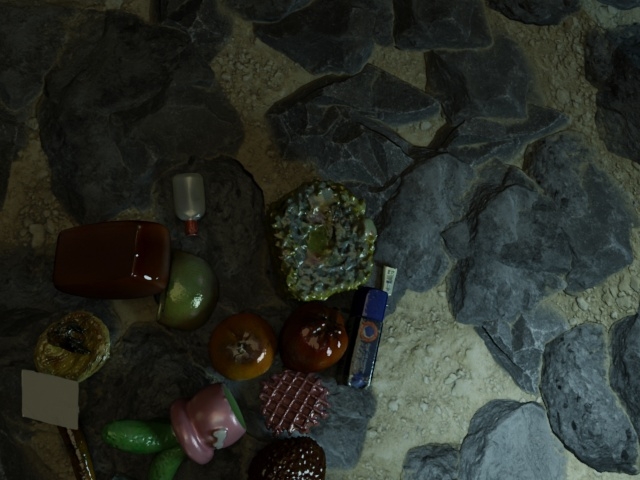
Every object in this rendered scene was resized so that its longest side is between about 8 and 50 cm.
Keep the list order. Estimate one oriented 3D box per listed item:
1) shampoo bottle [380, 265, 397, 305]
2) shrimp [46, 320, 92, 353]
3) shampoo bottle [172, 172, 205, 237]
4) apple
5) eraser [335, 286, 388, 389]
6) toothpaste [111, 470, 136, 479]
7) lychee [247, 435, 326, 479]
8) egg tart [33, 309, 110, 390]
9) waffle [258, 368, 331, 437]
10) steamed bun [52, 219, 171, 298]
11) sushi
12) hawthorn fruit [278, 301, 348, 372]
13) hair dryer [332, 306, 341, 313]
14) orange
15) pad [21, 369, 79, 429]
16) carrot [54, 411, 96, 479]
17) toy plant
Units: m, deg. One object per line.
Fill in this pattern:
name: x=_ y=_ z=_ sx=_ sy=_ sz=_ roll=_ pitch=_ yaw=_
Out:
shampoo bottle: x=0.233 y=0.161 z=1.920 sx=0.049 sy=0.034 sz=0.141 roll=15 pitch=77 yaw=-11
shrimp: x=-0.765 y=0.298 z=1.678 sx=0.161 sy=0.034 sz=0.091 roll=21 pitch=69 yaw=13
shampoo bottle: x=-0.450 y=-0.121 z=1.882 sx=0.108 sy=0.051 sz=0.221 roll=-5 pitch=78 yaw=-11
apple: x=-0.427 y=0.165 z=1.795 sx=0.193 sy=0.120 sz=0.265 roll=11 pitch=79 yaw=-16
eraser: x=0.135 y=0.326 z=1.813 sx=0.101 sy=0.155 sz=0.332 roll=16 pitch=76 yaw=-8
toothpaste: x=-0.540 y=0.777 z=1.679 sx=0.218 sy=0.064 sz=0.041 roll=32 pitch=91 yaw=-4
lychee: x=-0.097 y=0.719 z=1.667 sx=0.271 sy=0.236 sz=0.236 roll=-24 pitch=81 yaw=-37
egg tart: x=-0.771 y=0.347 z=1.722 sx=0.231 sy=0.098 sz=0.252 roll=20 pitch=72 yaw=7
waffle: x=-0.083 y=0.516 z=1.764 sx=0.234 sy=0.055 sz=0.221 roll=-11 pitch=56 yaw=-10
steamed bun: x=-0.631 y=0.065 z=1.713 sx=0.379 sy=0.248 sz=0.235 roll=-7 pitch=72 yaw=19
sushi: x=0.000 y=0.000 z=1.822 sx=0.351 sy=0.240 sz=0.397 roll=-12 pitch=83 yaw=-11
hawthorn fruit: x=-0.042 y=0.329 z=1.762 sx=0.224 sy=0.261 sz=0.224 roll=29 pitch=34 yaw=-22
hair dryer: x=0.065 y=0.270 z=1.875 sx=0.026 sy=0.047 sz=0.083 roll=-26 pitch=102 yaw=-4
orange: x=-0.248 y=0.339 z=1.750 sx=0.224 sy=0.170 sz=0.224 roll=2 pitch=79 yaw=-8
pad: x=-0.822 y=0.481 z=1.658 sx=0.232 sy=0.004 sz=0.157 roll=5 pitch=95 yaw=21
carrot: x=-0.755 y=0.625 z=1.678 sx=0.070 sy=0.070 sz=0.260 roll=-21 pitch=83 yaw=-11
toy plant: x=-0.421 y=0.567 z=1.646 sx=0.356 sy=0.211 sz=0.317 roll=-25 pitch=123 yaw=-1
